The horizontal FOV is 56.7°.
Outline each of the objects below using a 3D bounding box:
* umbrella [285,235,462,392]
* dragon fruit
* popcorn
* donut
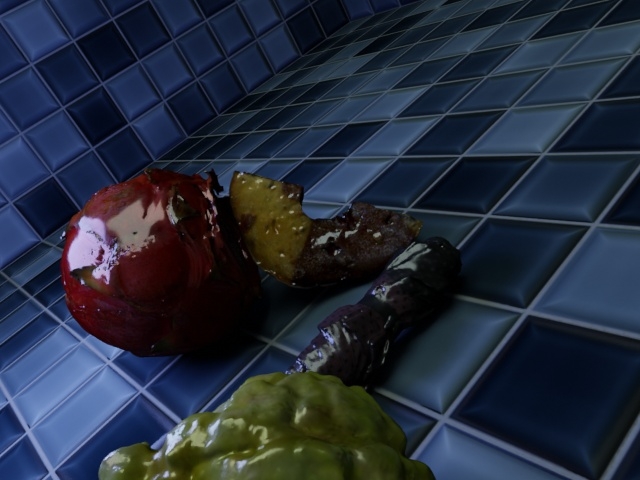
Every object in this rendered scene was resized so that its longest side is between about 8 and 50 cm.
[{"bbox_3d":[0.057,0.110,0.720,0.326,0.090,0.094,-42,32,-24],"label":"umbrella"},{"bbox_3d":[-0.245,0.035,0.928,0.302,0.295,0.295,-6,33,20],"label":"dragon fruit"},{"bbox_3d":[-0.033,0.223,0.470,0.259,0.212,0.259,-3,67,8],"label":"popcorn"},{"bbox_3d":[0.000,0.000,0.928,0.295,0.151,0.112,15,4,11],"label":"donut"}]
